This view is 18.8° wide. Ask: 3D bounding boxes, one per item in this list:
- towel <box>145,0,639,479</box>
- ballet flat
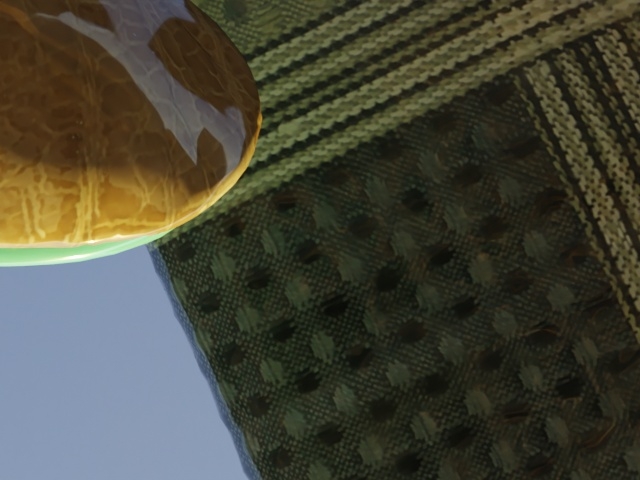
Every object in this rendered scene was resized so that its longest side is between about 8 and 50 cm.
[{"bbox_3d":[0.121,-0.001,0.560,0.324,0.056,0.312,-24,-91,10],"label":"towel"},{"bbox_3d":[-0.175,-0.085,0.375,0.342,0.116,0.124,14,-49,1],"label":"ballet flat"}]
